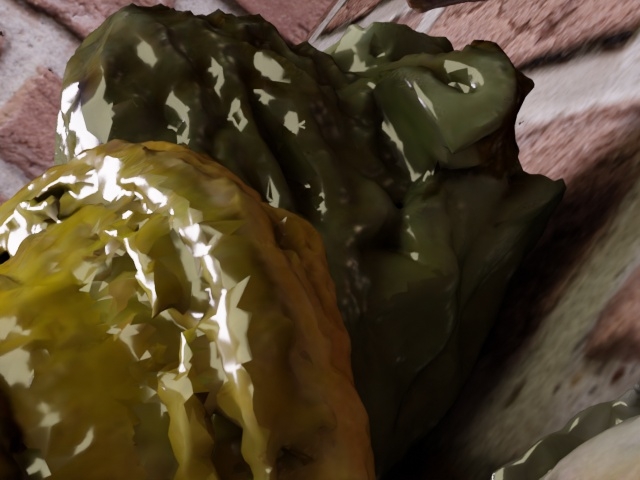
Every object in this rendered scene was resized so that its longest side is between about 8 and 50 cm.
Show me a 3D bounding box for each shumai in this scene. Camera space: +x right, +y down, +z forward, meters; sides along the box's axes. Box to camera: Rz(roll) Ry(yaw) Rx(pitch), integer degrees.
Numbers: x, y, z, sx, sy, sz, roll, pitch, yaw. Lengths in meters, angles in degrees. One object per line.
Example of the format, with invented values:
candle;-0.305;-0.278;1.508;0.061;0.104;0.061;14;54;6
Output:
shumai;-0.002;0.001;0.727;0.218;0.256;0.189;-22;-15;-10

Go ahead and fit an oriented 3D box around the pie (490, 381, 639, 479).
pie;0.051;0.137;0.301;0.337;0.075;0.337;-47;10;10

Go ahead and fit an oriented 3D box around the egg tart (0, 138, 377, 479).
egg tart;-0.090;0.099;0.557;0.294;0.123;0.294;6;98;59

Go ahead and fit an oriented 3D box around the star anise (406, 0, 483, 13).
star anise;0.162;-0.221;0.980;0.231;0.089;0.209;-38;4;36
